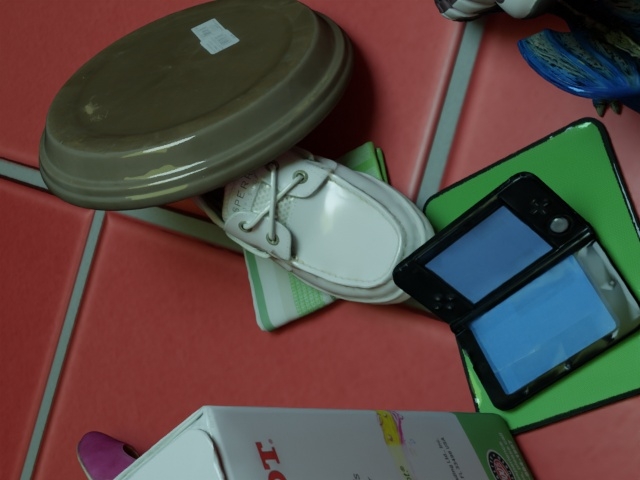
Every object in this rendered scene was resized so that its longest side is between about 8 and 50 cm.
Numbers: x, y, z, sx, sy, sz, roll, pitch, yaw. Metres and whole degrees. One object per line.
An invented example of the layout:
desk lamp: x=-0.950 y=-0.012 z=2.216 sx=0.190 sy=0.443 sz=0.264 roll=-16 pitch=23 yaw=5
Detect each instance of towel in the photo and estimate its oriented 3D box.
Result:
towel: x=0.000 y=0.000 z=0.753 sx=0.152 sy=0.023 sz=0.113 roll=-27 pitch=66 yaw=30

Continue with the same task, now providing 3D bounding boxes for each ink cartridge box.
ink cartridge box: x=0.032 y=0.206 z=0.500 sx=0.117 sy=0.278 sz=0.201 roll=-41 pitch=58 yaw=28

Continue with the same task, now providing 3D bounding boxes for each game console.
game console: x=0.125 y=0.035 z=0.598 sx=0.122 sy=0.107 sz=0.071 roll=-40 pitch=29 yaw=26

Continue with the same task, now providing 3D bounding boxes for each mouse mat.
mouse mat: x=0.151 y=0.026 z=0.627 sx=0.153 sy=0.007 sz=0.189 roll=-28 pitch=64 yaw=33

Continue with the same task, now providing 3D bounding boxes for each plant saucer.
plant saucer: x=-0.109 y=-0.127 z=0.751 sx=0.278 sy=0.041 sz=0.278 roll=-14 pitch=37 yaw=11

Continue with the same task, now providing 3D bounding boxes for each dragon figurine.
dragon figurine: x=0.180 y=-0.117 z=0.544 sx=0.085 sy=0.144 sz=0.289 roll=-53 pitch=52 yaw=17

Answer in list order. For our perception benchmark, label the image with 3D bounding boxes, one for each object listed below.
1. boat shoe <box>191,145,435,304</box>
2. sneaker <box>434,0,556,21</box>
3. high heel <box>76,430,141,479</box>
boat shoe: x=-0.037 y=-0.029 z=0.709 sx=0.277 sy=0.096 sz=0.098 roll=26 pitch=95 yaw=40
sneaker: x=0.081 y=-0.225 z=0.564 sx=0.106 sy=0.162 sz=0.281 roll=-47 pitch=12 yaw=6
high heel: x=-0.124 y=0.200 z=0.790 sx=0.117 sy=0.082 sz=0.244 roll=-45 pitch=32 yaw=-16
